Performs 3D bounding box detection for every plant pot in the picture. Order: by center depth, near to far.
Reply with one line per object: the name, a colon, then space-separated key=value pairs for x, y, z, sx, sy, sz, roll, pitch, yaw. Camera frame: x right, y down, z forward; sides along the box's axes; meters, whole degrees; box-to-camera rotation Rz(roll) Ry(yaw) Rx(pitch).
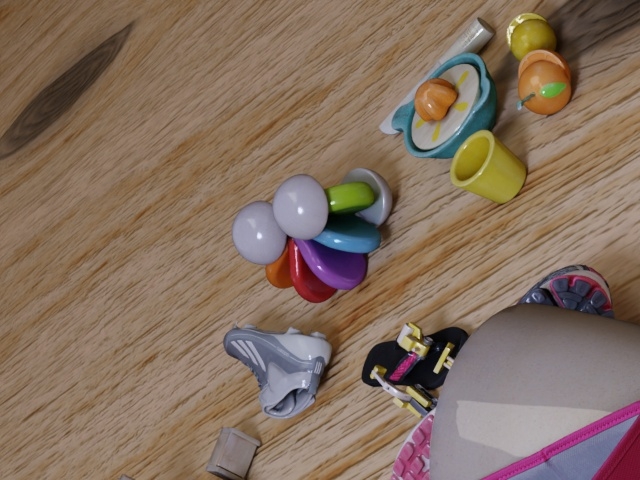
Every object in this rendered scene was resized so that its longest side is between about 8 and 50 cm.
plant pot: x=0.272 y=0.181 z=1.580 sx=0.274 sy=0.256 sz=0.256 roll=0 pitch=63 yaw=46

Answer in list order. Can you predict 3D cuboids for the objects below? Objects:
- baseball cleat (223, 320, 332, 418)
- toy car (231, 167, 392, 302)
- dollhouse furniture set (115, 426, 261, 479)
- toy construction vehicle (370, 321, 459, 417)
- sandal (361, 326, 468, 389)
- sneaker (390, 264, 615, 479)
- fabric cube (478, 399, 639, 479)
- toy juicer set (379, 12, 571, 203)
baseball cleat: x=-0.064 y=0.151 z=2.307 sx=0.206 sy=0.072 sz=0.109 roll=-8 pitch=63 yaw=60
toy car: x=0.000 y=0.000 z=2.298 sx=0.182 sy=0.159 sz=0.136 roll=-31 pitch=73 yaw=41
dollhouse furniture set: x=-0.149 y=0.279 z=2.222 sx=0.101 sy=0.161 sz=0.182 roll=-5 pitch=60 yaw=57
toy construction vehicle: x=0.105 y=0.137 z=2.040 sx=0.098 sy=0.035 sz=0.086 roll=40 pitch=115 yaw=26
sandal: x=0.091 y=0.125 z=2.109 sx=0.179 sy=0.040 sz=0.067 roll=-14 pitch=51 yaw=53
sneaker: x=0.182 y=0.154 z=1.880 sx=0.299 sy=0.121 sz=0.112 roll=-52 pitch=0 yaw=16
fabric cube: x=0.180 y=0.314 z=1.405 sx=0.259 sy=0.258 sz=0.254 roll=-35 pitch=4 yaw=46
toy juicer set: x=0.166 y=-0.180 z=2.233 sx=0.209 sy=0.089 sz=0.329 roll=-57 pitch=27 yaw=5
